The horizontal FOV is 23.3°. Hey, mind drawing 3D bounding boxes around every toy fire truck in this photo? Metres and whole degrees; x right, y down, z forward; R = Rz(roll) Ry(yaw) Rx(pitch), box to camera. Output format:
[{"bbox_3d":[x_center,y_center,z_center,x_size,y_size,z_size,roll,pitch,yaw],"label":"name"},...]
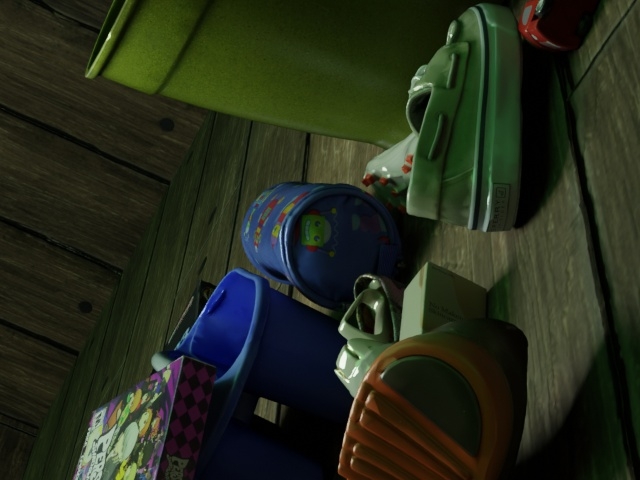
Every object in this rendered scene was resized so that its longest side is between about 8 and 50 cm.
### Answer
[{"bbox_3d":[0.218,-0.252,1.364,0.192,0.047,0.135,-67,12,-4],"label":"toy fire truck"}]

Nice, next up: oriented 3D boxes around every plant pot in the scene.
[{"bbox_3d":[-0.011,-0.263,1.626,0.366,0.353,0.366,-59,14,25],"label":"plant pot"}]

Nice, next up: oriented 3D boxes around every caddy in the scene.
[{"bbox_3d":[-0.087,0.156,1.560,0.241,0.179,0.341,-65,12,-3],"label":"caddy"}]

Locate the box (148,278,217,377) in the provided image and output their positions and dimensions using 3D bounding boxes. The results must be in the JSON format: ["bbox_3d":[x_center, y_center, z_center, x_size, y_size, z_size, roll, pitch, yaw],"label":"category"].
[{"bbox_3d":[-0.210,0.244,2.169,0.295,0.073,0.293,-60,14,23],"label":"box"}]

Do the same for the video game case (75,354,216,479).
[{"bbox_3d":[-0.178,0.240,1.407,0.210,0.042,0.232,-32,40,53],"label":"video game case"}]

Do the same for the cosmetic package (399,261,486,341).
[{"bbox_3d":[0.096,0.076,1.220,0.041,0.060,0.115,-55,18,37],"label":"cosmetic package"}]

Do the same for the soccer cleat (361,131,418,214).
[{"bbox_3d":[0.099,-0.076,1.513,0.076,0.068,0.196,-48,6,-16],"label":"soccer cleat"}]

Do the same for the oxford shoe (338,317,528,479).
[{"bbox_3d":[0.060,0.218,1.052,0.133,0.130,0.363,-21,-42,-58],"label":"oxford shoe"}]

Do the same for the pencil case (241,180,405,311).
[{"bbox_3d":[0.000,0.000,1.604,0.306,0.133,0.119,-161,91,-79],"label":"pencil case"}]

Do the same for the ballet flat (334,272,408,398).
[{"bbox_3d":[0.052,0.095,1.324,0.077,0.079,0.221,-59,14,24],"label":"ballet flat"}]

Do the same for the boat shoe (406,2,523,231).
[{"bbox_3d":[0.122,-0.120,1.343,0.302,0.094,0.109,-84,1,-54],"label":"boat shoe"}]

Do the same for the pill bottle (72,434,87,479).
[{"bbox_3d":[-0.216,0.342,1.770,0.169,0.169,0.301,-56,16,37],"label":"pill bottle"}]
